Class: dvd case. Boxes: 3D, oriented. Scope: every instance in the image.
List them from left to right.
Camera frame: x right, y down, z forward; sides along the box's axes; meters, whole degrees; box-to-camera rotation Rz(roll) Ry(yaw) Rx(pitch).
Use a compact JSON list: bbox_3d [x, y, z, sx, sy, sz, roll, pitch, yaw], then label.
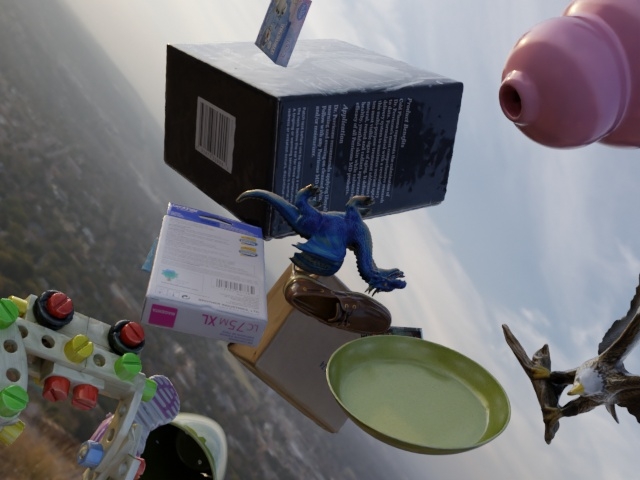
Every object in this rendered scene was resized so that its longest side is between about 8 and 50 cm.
[{"bbox_3d":[0.137,0.199,1.409,0.013,0.119,0.087,-55,139,-53],"label":"dvd case"}]

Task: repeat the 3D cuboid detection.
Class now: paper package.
[{"bbox_3d":[-0.009,0.258,1.860,0.325,0.309,0.168,44,-14,-27],"label":"paper package"}]

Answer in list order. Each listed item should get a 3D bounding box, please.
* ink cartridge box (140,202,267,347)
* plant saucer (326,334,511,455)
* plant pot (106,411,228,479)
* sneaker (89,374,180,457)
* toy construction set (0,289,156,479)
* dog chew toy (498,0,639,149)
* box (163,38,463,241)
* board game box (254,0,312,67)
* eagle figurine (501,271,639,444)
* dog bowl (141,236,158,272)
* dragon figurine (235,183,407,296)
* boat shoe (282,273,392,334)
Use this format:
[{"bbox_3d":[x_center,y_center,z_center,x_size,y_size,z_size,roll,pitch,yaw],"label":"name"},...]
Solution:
[{"bbox_3d":[-0.186,0.048,1.247,0.185,0.065,0.311,14,29,-13],"label":"ink cartridge box"},{"bbox_3d":[0.123,0.202,0.971,0.241,0.241,0.037,-131,-135,-54],"label":"plant saucer"},{"bbox_3d":[-0.325,0.507,1.731,0.275,0.275,0.293,53,10,5],"label":"plant pot"},{"bbox_3d":[-0.354,0.338,1.404,0.095,0.104,0.236,58,26,-8],"label":"sneaker"},{"bbox_3d":[-0.309,0.183,0.883,0.328,0.151,0.215,46,29,-42],"label":"toy construction set"},{"bbox_3d":[0.331,-0.186,0.766,0.206,0.332,0.207,56,-22,37],"label":"dog chew toy"},{"bbox_3d":[-0.033,-0.255,1.656,0.480,0.471,0.297,34,-54,45],"label":"box"},{"bbox_3d":[-0.050,-0.283,0.976,0.020,0.090,0.090,11,24,-31],"label":"board game box"},{"bbox_3d":[0.425,0.181,1.055,0.226,0.298,0.225,46,39,-9],"label":"eagle figurine"},{"bbox_3d":[-0.257,0.046,1.618,0.166,0.074,0.297,14,2,23],"label":"dog bowl"},{"bbox_3d":[0.000,0.000,1.140,0.289,0.144,0.085,12,-19,-1],"label":"dragon figurine"},{"bbox_3d":[0.027,0.108,1.138,0.178,0.064,0.060,21,16,-11],"label":"boat shoe"}]
